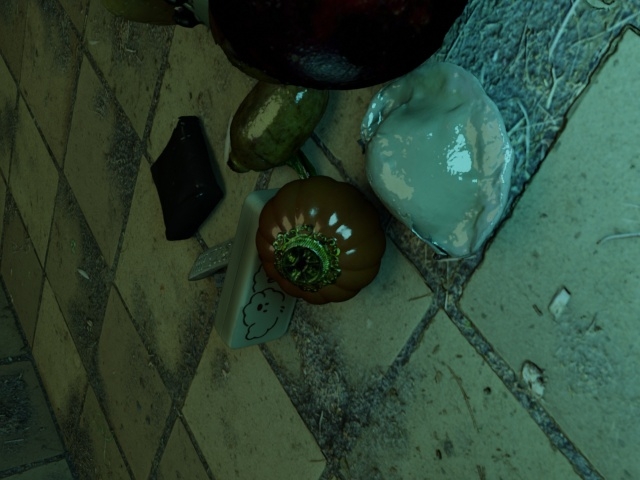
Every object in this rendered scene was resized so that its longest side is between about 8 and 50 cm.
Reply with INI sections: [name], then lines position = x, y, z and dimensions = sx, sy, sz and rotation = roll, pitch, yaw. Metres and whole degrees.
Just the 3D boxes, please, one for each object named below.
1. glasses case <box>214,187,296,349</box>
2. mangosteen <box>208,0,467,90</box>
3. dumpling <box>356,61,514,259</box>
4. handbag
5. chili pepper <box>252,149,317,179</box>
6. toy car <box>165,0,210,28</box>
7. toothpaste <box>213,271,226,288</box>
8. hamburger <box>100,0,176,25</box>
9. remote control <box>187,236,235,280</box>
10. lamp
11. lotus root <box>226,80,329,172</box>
[glasses case]
position = -0.104, 0.057, 1.470
dimensions = 0.076, 0.144, 0.337
rotation = 46, 133, 37
[mangosteen]
position = 0.024, -0.379, 1.041
dimensions = 0.421, 0.380, 0.381
rotation = 100, 154, -79
[dumpling]
position = 0.172, -0.114, 1.074
dimensions = 0.204, 0.163, 0.293
rotation = -38, 61, 13
[handbag]
position = -0.329, -0.141, 1.788
dimensions = 0.247, 0.080, 0.223
rotation = -42, 63, 49
[chili pepper]
position = -0.068, -0.152, 1.450
dimensions = 0.182, 0.050, 0.073
rotation = 20, 83, 44
[toy car]
position = -0.168, -0.473, 1.383
dimensions = 0.255, 0.188, 0.190
rotation = 65, -136, -84
[toothpaste]
position = -0.170, 0.082, 1.650
dimensions = 0.178, 0.043, 0.037
rotation = -9, 93, 54
[hamburger]
position = -0.307, -0.542, 1.495
dimensions = 0.259, 0.283, 0.145
rotation = 120, 140, -53
[remote control]
position = -0.238, 0.050, 1.733
dimensions = 0.229, 0.044, 0.073
rotation = -22, 40, 49
[lamp]
position = 0.000, 0.000, 1.273
dimensions = 0.223, 0.196, 0.223
rotation = 8, 116, 17
[lotus root]
position = -0.085, -0.217, 1.371
dimensions = 0.260, 0.128, 0.145
rotation = -45, 40, 23
